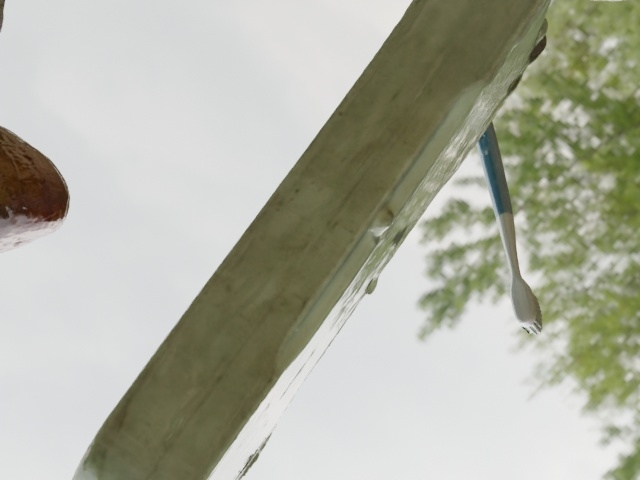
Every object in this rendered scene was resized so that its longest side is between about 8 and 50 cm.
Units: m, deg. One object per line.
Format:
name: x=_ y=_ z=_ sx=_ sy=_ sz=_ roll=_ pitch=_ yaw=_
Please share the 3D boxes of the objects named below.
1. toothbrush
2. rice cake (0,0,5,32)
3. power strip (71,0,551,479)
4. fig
toothbrush: x=0.152 y=-0.032 z=1.051 sx=0.025 sy=0.019 sz=0.275 roll=42 pitch=-150 yaw=-39
rice cake: x=-0.352 y=-0.336 z=1.268 sx=0.050 sy=0.106 sz=0.298 roll=17 pitch=-107 yaw=-50
power strip: x=0.002 y=0.002 z=0.462 sx=0.048 sy=0.286 sz=0.080 roll=31 pitch=160 yaw=11
fig: x=-0.302 y=-0.053 z=1.172 sx=0.119 sy=0.119 sz=0.153 roll=15 pitch=-146 yaw=-45
